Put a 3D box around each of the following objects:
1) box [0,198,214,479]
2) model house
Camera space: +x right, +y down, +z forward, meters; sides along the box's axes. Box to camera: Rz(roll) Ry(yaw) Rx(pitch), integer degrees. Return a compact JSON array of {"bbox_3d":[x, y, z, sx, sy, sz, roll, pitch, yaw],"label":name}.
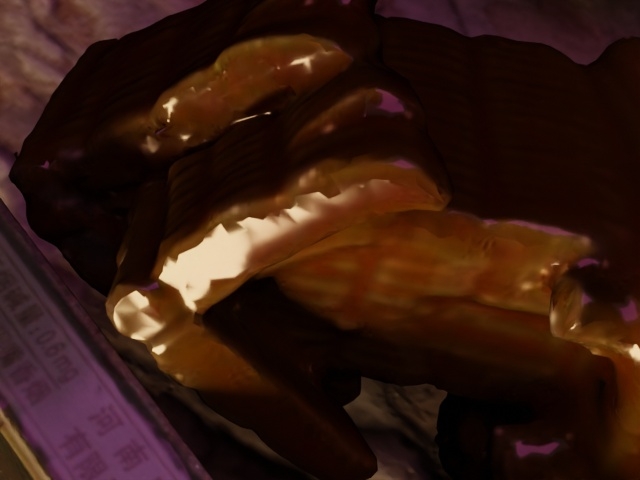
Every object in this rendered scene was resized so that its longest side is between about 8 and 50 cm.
[{"bbox_3d":[-0.061,0.109,0.426,0.047,0.180,0.325,-34,71,-21],"label":"box"},{"bbox_3d":[0.002,0.000,0.453,0.229,0.219,0.199,12,41,-1],"label":"model house"}]
